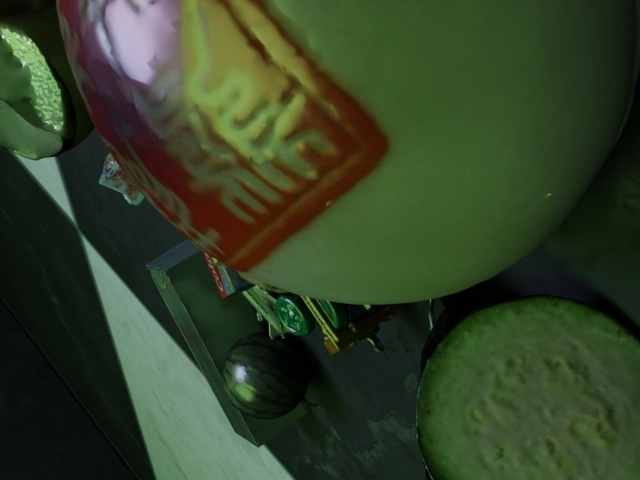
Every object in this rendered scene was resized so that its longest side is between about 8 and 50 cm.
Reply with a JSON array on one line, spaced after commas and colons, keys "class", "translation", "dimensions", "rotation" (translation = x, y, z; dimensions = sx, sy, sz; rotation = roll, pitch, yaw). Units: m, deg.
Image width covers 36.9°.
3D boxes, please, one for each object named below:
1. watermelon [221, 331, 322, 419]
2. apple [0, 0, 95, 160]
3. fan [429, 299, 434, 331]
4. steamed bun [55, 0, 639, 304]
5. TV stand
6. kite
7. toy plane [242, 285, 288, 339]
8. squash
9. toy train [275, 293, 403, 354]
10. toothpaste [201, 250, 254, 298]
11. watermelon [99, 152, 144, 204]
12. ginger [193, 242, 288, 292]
[{"class": "watermelon", "translation": [-0.056, 0.171, 1.166], "dimensions": [0.133, 0.105, 0.105], "rotation": [29, 151, 7]}, {"class": "apple", "translation": [-0.357, -0.211, 1.191], "dimensions": [0.207, 0.174, 0.188], "rotation": [43, 133, 34]}, {"class": "fan", "translation": [0.093, 0.086, 0.791], "dimensions": [0.113, 0.005, 0.175], "rotation": [-83, -11, -51]}, {"class": "steamed bun", "translation": [-0.018, -0.125, 0.560], "dimensions": [0.374, 0.241, 0.374], "rotation": [45, 152, 33]}, {"class": "TV stand", "translation": [-0.120, 0.128, 1.245], "dimensions": [0.083, 0.088, 0.269], "rotation": [11, 129, 61]}, {"class": "kite", "translation": [0.094, 0.189, 0.754], "dimensions": [0.015, 0.152, 0.285], "rotation": [7, 105, 19]}, {"class": "toy plane", "translation": [-0.067, 0.068, 1.129], "dimensions": [0.111, 0.040, 0.102], "rotation": [59, 155, -2]}, {"class": "squash", "translation": [0.151, 0.136, 0.661], "dimensions": [0.170, 0.170, 0.123], "rotation": [45, 166, 27]}, {"class": "toy train", "translation": [0.000, 0.000, 0.860], "dimensions": [0.227, 0.091, 0.136], "rotation": [55, 146, 5]}, {"class": "toothpaste", "translation": [-0.127, -0.030, 1.086], "dimensions": [0.193, 0.044, 0.070], "rotation": [66, 156, 4]}, {"class": "watermelon", "translation": [-0.275, -0.083, 1.318], "dimensions": [0.085, 0.061, 0.085], "rotation": [40, 142, 41]}, {"class": "ginger", "translation": [-0.053, -0.022, 0.787], "dimensions": [0.213, 0.074, 0.137], "rotation": [42, 134, 9]}]
